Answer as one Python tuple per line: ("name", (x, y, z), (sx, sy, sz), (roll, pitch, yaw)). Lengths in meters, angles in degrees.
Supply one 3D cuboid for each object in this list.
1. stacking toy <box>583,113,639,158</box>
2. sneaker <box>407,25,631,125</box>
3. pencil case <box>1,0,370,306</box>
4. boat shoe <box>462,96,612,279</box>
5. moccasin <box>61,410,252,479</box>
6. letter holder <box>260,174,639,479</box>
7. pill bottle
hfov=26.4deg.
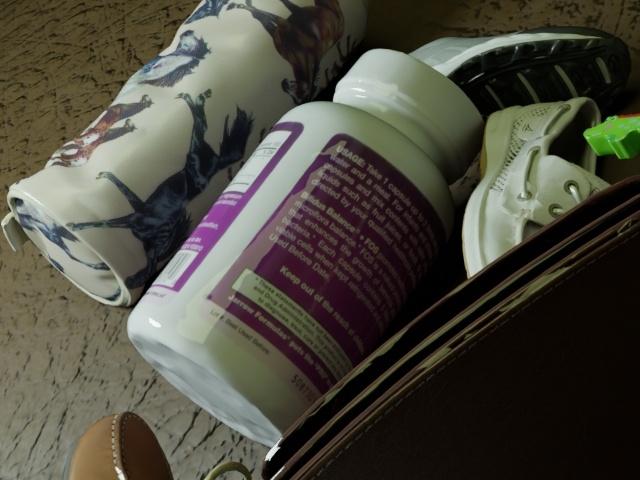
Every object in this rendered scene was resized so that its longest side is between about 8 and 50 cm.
("stacking toy", (0.295, -0.036, 0.824), (0.221, 0.167, 0.052), (-10, 43, 39))
("sneaker", (0.140, -0.142, 1.174), (0.271, 0.100, 0.108), (-9, 39, 39))
("pencil case", (-0.134, -0.123, 1.362), (0.183, 0.160, 0.410), (25, 68, 45))
("boat shoe", (0.169, -0.020, 0.994), (0.096, 0.098, 0.277), (-22, 35, 27))
("moccasin", (-0.073, 0.235, 0.891), (0.147, 0.139, 0.380), (-38, 33, 0))
("letter holder", (0.104, 0.086, 0.770), (0.302, 0.214, 0.152), (-38, 34, 2))
("pill bottle", (0.000, 0.000, 1.071), (0.169, 0.169, 0.301), (14, 61, 51))
